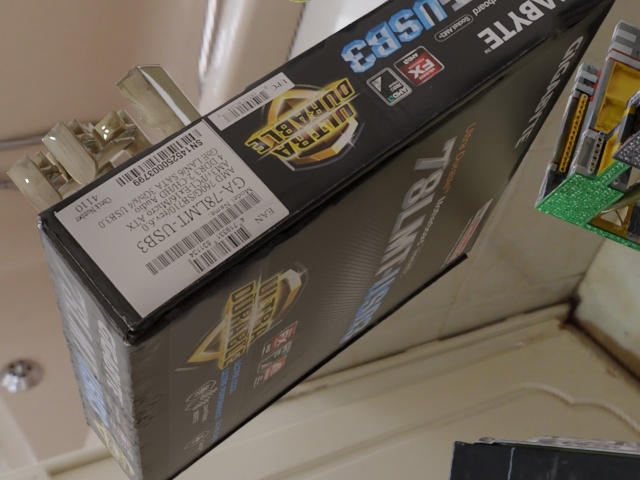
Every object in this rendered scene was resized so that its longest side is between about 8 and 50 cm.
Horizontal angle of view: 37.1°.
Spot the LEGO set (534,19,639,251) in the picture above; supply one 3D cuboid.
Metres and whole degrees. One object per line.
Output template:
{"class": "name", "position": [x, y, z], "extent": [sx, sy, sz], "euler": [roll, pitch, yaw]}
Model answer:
{"class": "LEGO set", "position": [0.340, -0.111, 0.812], "extent": [0.331, 0.255, 0.192], "euler": [92, -161, -71]}

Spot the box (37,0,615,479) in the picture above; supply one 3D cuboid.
{"class": "box", "position": [0.000, 0.000, 0.532], "extent": [0.073, 0.293, 0.295], "euler": [49, 156, 16]}

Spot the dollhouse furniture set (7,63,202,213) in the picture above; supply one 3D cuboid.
{"class": "dollhouse furniture set", "position": [-0.290, -0.121, 1.417], "extent": [0.242, 0.212, 0.161], "euler": [-39, 92, 17]}

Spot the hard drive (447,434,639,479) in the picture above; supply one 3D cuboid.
{"class": "hard drive", "position": [0.253, 0.143, 0.426], "extent": [0.339, 0.237, 0.064], "euler": [-12, 63, 54]}
